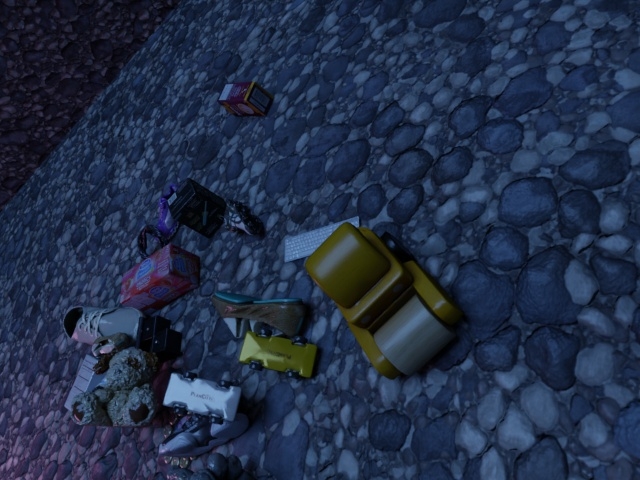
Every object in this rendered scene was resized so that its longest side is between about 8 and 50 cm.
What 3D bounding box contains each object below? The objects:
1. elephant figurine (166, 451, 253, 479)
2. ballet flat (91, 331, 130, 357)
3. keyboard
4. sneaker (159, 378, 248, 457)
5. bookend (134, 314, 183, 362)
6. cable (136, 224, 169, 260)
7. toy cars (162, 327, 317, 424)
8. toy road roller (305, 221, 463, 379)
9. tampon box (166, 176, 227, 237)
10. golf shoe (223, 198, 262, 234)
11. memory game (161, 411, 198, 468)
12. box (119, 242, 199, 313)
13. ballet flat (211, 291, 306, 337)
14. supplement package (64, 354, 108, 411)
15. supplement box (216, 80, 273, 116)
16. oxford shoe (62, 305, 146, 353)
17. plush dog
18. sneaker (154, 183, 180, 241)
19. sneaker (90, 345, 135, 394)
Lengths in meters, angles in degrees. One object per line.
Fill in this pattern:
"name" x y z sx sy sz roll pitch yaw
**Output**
"elephant figurine" -0.281 0.620 1.228 0.239 0.169 0.186 -38 9 26
"ballet flat" -0.720 0.355 1.726 0.206 0.073 0.067 -27 7 34
"keyboard" 0.000 0.000 1.414 0.255 0.014 0.072 -17 57 34
"sneaker" -0.309 0.464 1.361 0.268 0.101 0.153 -28 49 16
"bookend" -0.510 0.303 1.647 0.157 0.072 0.156 -23 53 29
"cable" -0.601 0.015 1.868 0.184 0.047 0.151 -32 76 42
"toy cars" -0.190 0.337 1.281 0.393 0.087 0.177 -29 68 -4
"toy road roller" 0.111 0.105 1.093 0.202 0.240 0.330 -46 45 11
"tampon box" -0.406 -0.107 1.723 0.120 0.161 0.101 -45 45 11
"golf shoe" -0.249 -0.051 1.630 0.198 0.077 0.094 45 113 50
"memory game" -0.382 0.542 1.443 0.186 0.012 0.186 -21 54 32
"box" -0.536 0.131 1.728 0.256 0.128 0.123 -29 51 27
"ballet flat" -0.178 0.209 1.402 0.342 0.116 0.124 0 86 37
"supplement package" -0.755 0.490 1.733 0.105 0.105 0.180 4 69 44
"supplement box" -0.275 -0.512 1.879 0.188 0.104 0.081 13 76 45
"oxford shoe" -0.781 0.307 1.845 0.448 0.130 0.169 -3 63 39
"plush dog" -0.563 0.430 1.525 0.262 0.211 0.226 -4 67 12
"sneaker" -0.560 -0.110 1.902 0.095 0.104 0.237 27 87 45
"sneaker" -0.668 0.454 1.692 0.237 0.085 0.086 -54 6 -13
